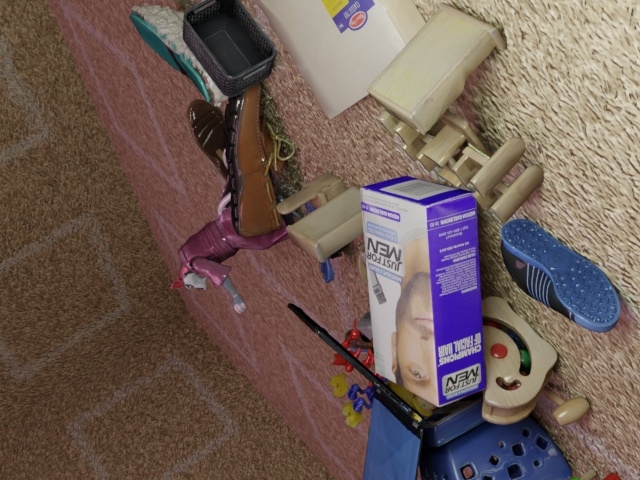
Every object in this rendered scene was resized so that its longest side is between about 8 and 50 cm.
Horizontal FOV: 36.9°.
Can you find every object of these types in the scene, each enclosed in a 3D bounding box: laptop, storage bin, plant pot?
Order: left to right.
[{"bbox_3d":[-0.188,-0.399,1.949,0.180,0.122,0.084,54,162,11],"label":"storage bin"},{"bbox_3d":[0.041,0.354,1.818,0.408,0.236,0.382,42,175,-9],"label":"laptop"},{"bbox_3d":[0.311,0.419,1.886,0.212,0.236,0.236,63,163,5],"label":"plant pot"}]

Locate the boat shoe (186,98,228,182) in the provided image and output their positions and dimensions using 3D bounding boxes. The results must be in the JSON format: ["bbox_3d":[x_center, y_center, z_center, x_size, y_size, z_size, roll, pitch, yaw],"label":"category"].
[{"bbox_3d":[-0.282,-0.254,2.508,0.257,0.095,0.095,64,167,-23],"label":"boat shoe"}]

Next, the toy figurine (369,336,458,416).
[{"bbox_3d":[0.204,0.220,1.822,0.213,0.148,0.209,52,-163,13],"label":"toy figurine"}]

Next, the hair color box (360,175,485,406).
[{"bbox_3d":[0.167,0.078,1.569,0.185,0.110,0.338,21,122,56],"label":"hair color box"}]

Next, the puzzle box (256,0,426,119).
[{"bbox_3d":[0.026,-0.362,1.562,0.272,0.052,0.409,59,162,-5],"label":"puzzle box"}]

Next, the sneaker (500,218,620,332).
[{"bbox_3d":[0.351,0.064,1.408,0.232,0.081,0.090,51,166,39],"label":"sneaker"}]

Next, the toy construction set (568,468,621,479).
[{"bbox_3d":[0.473,0.589,1.720,0.257,0.237,0.308,25,144,59],"label":"toy construction set"}]

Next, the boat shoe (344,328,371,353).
[{"bbox_3d":[0.120,0.240,2.357,0.183,0.066,0.066,14,130,51],"label":"boat shoe"}]

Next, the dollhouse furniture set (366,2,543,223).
[{"bbox_3d":[0.201,-0.184,1.346,0.212,0.161,0.242,41,178,42],"label":"dollhouse furniture set"}]

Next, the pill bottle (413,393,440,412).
[{"bbox_3d":[0.261,0.329,2.050,0.180,0.108,0.108,60,162,-12],"label":"pill bottle"}]

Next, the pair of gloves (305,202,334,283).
[{"bbox_3d":[0.000,0.000,2.205,0.159,0.023,0.198,87,166,-49],"label":"pair of gloves"}]

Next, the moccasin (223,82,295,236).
[{"bbox_3d":[-0.138,-0.186,2.170,0.139,0.147,0.380,-124,27,-64],"label":"moccasin"}]

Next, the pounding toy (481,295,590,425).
[{"bbox_3d":[0.318,0.240,1.664,0.269,0.154,0.155,47,160,29],"label":"pounding toy"}]

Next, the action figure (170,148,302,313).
[{"bbox_3d":[-0.240,-0.003,2.362,0.276,0.370,0.248,45,-171,-42],"label":"action figure"}]

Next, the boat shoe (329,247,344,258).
[{"bbox_3d":[0.034,0.001,2.197,0.133,0.042,0.049,96,160,-63],"label":"boat shoe"}]

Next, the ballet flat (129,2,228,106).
[{"bbox_3d":[-0.282,-0.430,2.136,0.409,0.147,0.147,46,159,39],"label":"ballet flat"}]

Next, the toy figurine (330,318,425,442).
[{"bbox_3d":[0.187,0.353,2.135,0.362,0.217,0.191,-118,42,-51],"label":"toy figurine"}]

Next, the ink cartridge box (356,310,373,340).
[{"bbox_3d":[0.206,0.252,2.191,0.232,0.066,0.189,38,165,-11],"label":"ink cartridge box"}]

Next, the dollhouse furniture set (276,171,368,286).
[{"bbox_3d":[0.073,0.079,2.008,0.303,0.174,0.355,34,151,52],"label":"dollhouse furniture set"}]
